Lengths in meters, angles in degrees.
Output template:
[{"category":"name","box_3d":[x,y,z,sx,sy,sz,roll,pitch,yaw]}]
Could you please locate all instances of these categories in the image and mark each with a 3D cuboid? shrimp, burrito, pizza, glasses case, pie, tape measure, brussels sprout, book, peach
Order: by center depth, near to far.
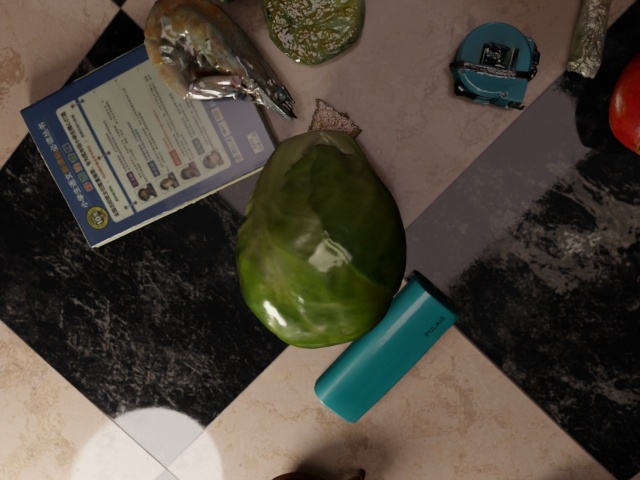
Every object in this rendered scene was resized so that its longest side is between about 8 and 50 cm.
[{"category":"peach","box_3d":[0.562,-0.219,0.859,0.190,0.190,0.193,19,87,2]},{"category":"burrito","box_3d":[0.452,-0.358,0.917,0.051,0.042,0.171,11,101,15]},{"category":"brussels sprout","box_3d":[0.003,-0.001,0.921,0.281,0.289,0.355,-9,77,19]},{"category":"tape measure","box_3d":[0.292,-0.297,0.928,0.145,0.081,0.125,13,92,3]},{"category":"shrimp","box_3d":[-0.179,-0.296,0.955,0.317,0.062,0.164,42,105,0]},{"category":"pie","box_3d":[-0.012,-0.403,0.960,0.186,0.041,0.187,1,102,6]},{"category":"pizza","box_3d":[0.026,-0.203,1.006,0.099,0.029,0.100,9,105,-4]},{"category":"book","box_3d":[-0.321,-0.199,1.037,0.427,0.039,0.300,-23,98,10]},{"category":"glasses case","box_3d":[0.125,0.217,1.057,0.117,0.070,0.301,40,101,-3]}]

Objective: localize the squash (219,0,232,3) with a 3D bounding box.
[{"category":"squash","box_3d":[-0.080,-0.575,0.846,0.308,0.310,0.310,-29,97,-11]}]

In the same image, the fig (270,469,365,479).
[{"category":"fig","box_3d":[-0.022,0.540,1.093,0.201,0.148,0.150,-12,66,21]}]
